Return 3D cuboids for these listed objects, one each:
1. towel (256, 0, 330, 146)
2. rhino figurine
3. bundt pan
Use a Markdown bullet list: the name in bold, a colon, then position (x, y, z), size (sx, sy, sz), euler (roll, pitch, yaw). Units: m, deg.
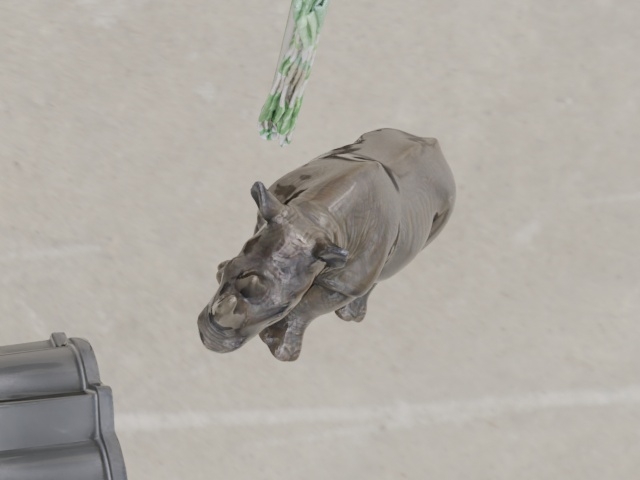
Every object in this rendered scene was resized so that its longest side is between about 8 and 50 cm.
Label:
- **towel**: position (-0.005, -0.250, 1.625), size (0.038, 0.325, 0.248), euler (15, 72, -2)
- **rhino figurine**: position (0.000, 0.000, 0.843), size (0.073, 0.243, 0.106), euler (44, 112, 7)
- **bundt pan**: position (-0.204, 0.215, 0.979), size (0.124, 0.331, 0.331), euler (2, 100, -21)
